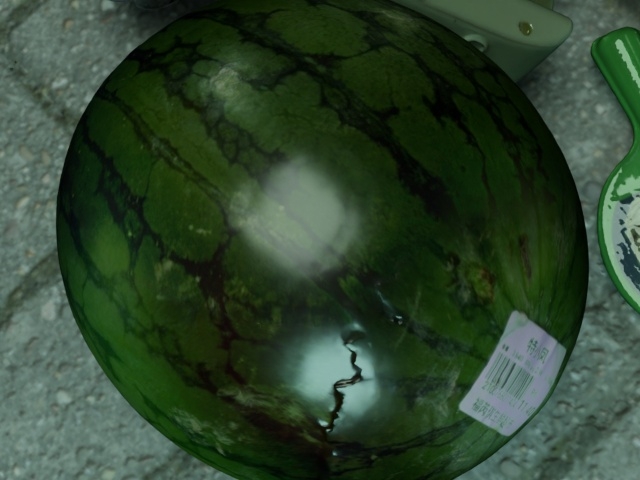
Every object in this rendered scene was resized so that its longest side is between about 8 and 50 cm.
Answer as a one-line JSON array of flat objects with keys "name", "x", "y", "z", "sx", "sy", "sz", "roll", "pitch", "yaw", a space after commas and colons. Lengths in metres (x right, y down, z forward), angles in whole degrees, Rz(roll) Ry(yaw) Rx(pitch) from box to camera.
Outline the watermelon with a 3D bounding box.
[{"name": "watermelon", "x": 0.000, "y": 0.000, "z": 0.878, "sx": 0.363, "sy": 0.363, "sz": 0.363, "roll": -3, "pitch": 73, "yaw": 12}]

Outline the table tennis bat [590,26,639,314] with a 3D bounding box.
[{"name": "table tennis bat", "x": 0.271, "y": -0.047, "z": 0.988, "sx": 0.160, "sy": 0.039, "sz": 0.257, "roll": -22, "pitch": 73, "yaw": 3}]

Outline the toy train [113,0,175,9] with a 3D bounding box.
[{"name": "toy train", "x": -0.127, "y": -0.328, "z": 1.093, "sx": 0.202, "sy": 0.131, "sz": 0.299, "roll": -14, "pitch": 70, "yaw": -19}]

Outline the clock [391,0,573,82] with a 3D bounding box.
[{"name": "clock", "x": 0.080, "y": -0.293, "z": 1.003, "sx": 0.265, "sy": 0.108, "sz": 0.324, "roll": 19, "pitch": 67, "yaw": -14}]
